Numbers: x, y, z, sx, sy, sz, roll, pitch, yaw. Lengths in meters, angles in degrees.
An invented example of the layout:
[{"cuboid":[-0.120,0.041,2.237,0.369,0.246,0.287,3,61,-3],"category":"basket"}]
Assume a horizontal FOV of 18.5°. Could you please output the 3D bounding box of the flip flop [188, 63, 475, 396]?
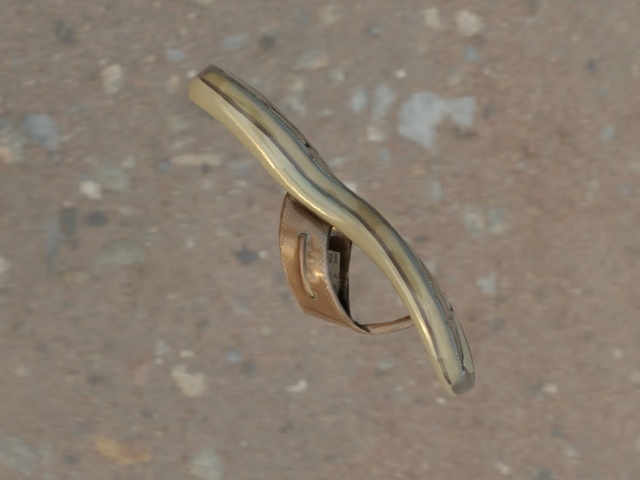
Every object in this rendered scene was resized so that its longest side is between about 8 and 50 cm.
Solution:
[{"cuboid":[0.000,0.000,1.272,0.080,0.112,0.277,-44,77,2],"category":"flip flop"}]
